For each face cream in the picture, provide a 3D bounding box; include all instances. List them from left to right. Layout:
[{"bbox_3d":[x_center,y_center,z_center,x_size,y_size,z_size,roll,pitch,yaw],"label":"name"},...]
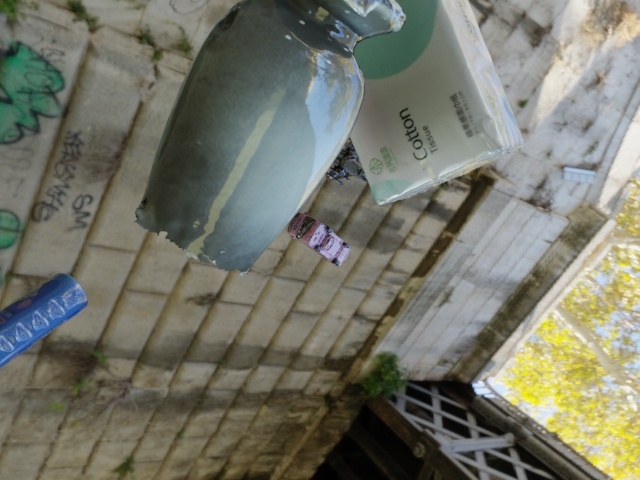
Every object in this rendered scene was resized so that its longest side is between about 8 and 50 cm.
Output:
[{"bbox_3d":[-0.552,0.163,0.991,0.149,0.264,0.083,-10,-65,47],"label":"face cream"}]

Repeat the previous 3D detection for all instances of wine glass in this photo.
[{"bbox_3d":[-0.036,-0.083,0.363,0.204,0.111,0.111,-57,-139,13],"label":"wine glass"}]

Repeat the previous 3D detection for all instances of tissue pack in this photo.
[{"bbox_3d":[0.177,-0.278,1.023,0.266,0.194,0.357,-23,-92,33],"label":"tissue pack"}]

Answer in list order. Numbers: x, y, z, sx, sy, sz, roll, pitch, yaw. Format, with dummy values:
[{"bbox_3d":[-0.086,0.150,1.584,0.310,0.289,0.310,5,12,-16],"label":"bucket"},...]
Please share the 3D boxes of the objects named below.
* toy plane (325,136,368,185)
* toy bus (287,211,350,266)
[{"bbox_3d":[0.089,-0.172,1.338,0.130,0.189,0.061,-55,180,18],"label":"toy plane"},{"bbox_3d":[0.000,0.000,1.248,0.090,0.203,0.063,30,-94,27],"label":"toy bus"}]
